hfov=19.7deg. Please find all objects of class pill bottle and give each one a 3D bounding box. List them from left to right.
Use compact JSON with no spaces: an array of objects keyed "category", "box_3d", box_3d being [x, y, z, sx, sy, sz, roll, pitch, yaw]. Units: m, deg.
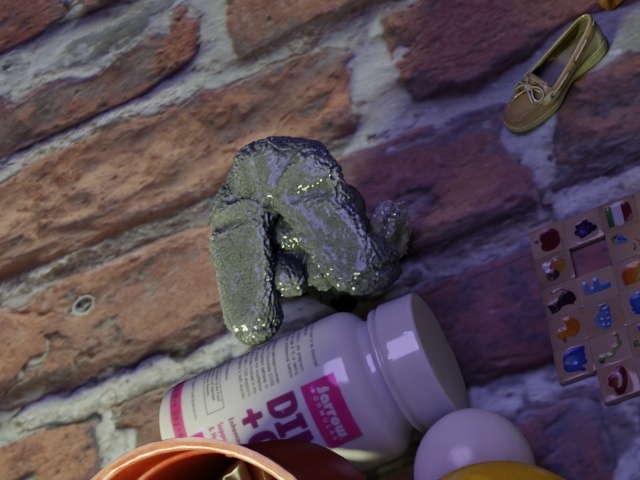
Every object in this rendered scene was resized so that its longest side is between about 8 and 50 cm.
[{"category":"pill bottle","box_3d":[-0.005,0.169,1.857,0.283,0.160,0.160,-26,47,14]}]

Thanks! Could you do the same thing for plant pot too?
[{"category":"plant pot","box_3d":[-0.065,0.294,1.658,0.272,0.265,0.272,1,92,17]}]

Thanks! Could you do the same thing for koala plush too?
[{"category":"koala plush","box_3d":[0.000,0.000,1.955,0.196,0.221,0.203,-25,72,19]}]

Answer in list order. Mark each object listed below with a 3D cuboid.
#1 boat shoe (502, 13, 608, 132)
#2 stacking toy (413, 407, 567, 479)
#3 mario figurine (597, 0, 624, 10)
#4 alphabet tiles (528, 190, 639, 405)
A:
[{"category":"boat shoe","box_3d":[0.255,-0.185,2.041,0.153,0.048,0.056,-43,45,-4]},{"category":"stacking toy","box_3d":[0.168,0.313,1.606,0.350,0.350,0.480,-27,28,13]},{"category":"mario figurine","box_3d":[0.416,-0.224,1.864,0.320,0.198,0.170,27,102,25]},{"category":"alphabet tiles","box_3d":[0.319,0.050,1.852,0.198,0.009,0.237,-21,49,17]}]
